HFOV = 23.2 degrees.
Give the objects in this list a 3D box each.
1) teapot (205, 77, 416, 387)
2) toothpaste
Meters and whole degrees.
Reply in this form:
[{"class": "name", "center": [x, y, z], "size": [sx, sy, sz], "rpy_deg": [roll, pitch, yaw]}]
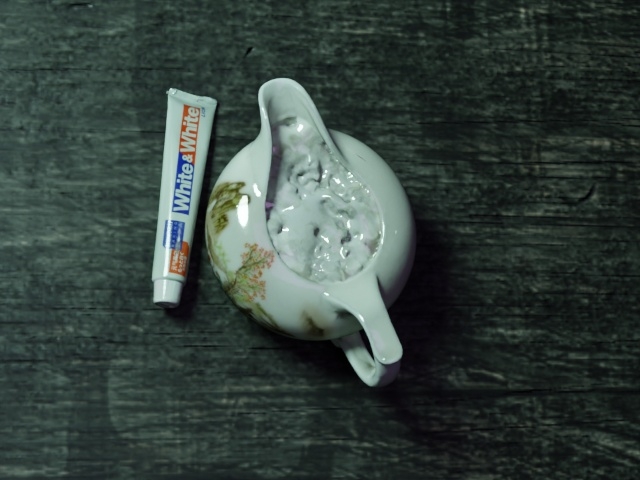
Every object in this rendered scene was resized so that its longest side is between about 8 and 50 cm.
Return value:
[{"class": "teapot", "center": [0.000, 0.000, 1.471], "size": [0.204, 0.139, 0.298], "rpy_deg": [-25, 84, -22]}, {"class": "toothpaste", "center": [-0.136, -0.042, 1.501], "size": [0.052, 0.033, 0.218], "rpy_deg": [12, 70, -17]}]
